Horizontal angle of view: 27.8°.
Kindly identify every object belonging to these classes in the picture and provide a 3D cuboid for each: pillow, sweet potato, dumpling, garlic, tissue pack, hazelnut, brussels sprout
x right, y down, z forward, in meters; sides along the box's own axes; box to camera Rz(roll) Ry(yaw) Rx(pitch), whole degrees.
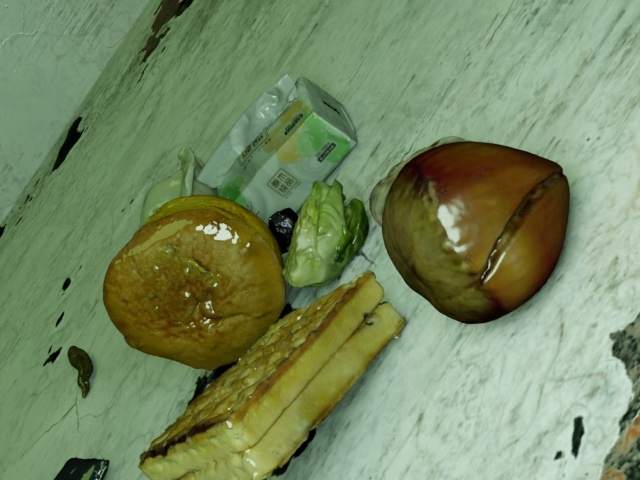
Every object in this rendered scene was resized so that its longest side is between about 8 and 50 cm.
[{"bbox_3d":[-0.405,0.434,2.019,0.141,0.055,0.208,-6,55,50],"label":"pillow"},{"bbox_3d":[-0.434,0.229,2.357,0.153,0.038,0.041,-124,47,-56],"label":"sweet potato"},{"bbox_3d":[-0.220,-0.023,2.094,0.193,0.147,0.258,-99,13,-80],"label":"dumpling"},{"bbox_3d":[0.139,-0.057,1.548,0.159,0.102,0.147,-29,20,27],"label":"garlic"},{"bbox_3d":[-0.075,-0.135,1.998,0.229,0.145,0.159,-49,25,18],"label":"tissue pack"},{"bbox_3d":[0.173,-0.021,1.354,0.208,0.208,0.208,-43,27,28],"label":"hazelnut"},{"bbox_3d":[0.003,0.002,1.742,0.139,0.100,0.181,-52,23,34],"label":"brussels sprout"}]

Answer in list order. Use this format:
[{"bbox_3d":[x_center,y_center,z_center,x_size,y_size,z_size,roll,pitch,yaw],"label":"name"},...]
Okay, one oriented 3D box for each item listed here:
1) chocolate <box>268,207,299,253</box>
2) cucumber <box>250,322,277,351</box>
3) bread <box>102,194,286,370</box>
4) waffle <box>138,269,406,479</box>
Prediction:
[{"bbox_3d":[-0.073,0.014,1.905,0.147,0.072,0.070,-41,50,41],"label":"chocolate"},{"bbox_3d":[-0.091,0.196,1.710,0.069,0.069,0.227,-9,48,59],"label":"cucumber"},{"bbox_3d":[-0.164,0.061,1.814,0.268,0.268,0.145,-44,15,25],"label":"bread"},{"bbox_3d":[-0.055,0.177,1.497,0.213,0.091,0.308,-31,8,47],"label":"waffle"}]
